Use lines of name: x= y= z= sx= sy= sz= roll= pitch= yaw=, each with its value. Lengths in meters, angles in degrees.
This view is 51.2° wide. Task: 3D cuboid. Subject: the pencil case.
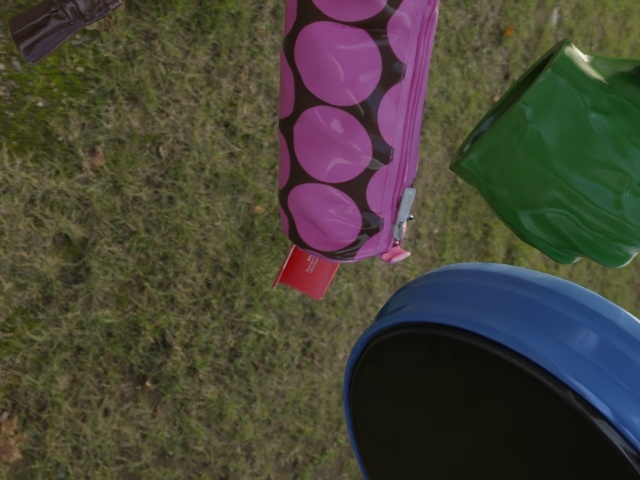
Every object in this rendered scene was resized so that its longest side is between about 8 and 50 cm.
pencil case: x=0.025 y=-0.086 z=0.413 sx=0.095 sy=0.098 sz=0.209 roll=-24 pitch=136 yaw=-27

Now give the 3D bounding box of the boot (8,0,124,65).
boot: x=-0.254 y=-0.231 z=0.630 sx=0.114 sy=0.106 sz=0.037 roll=-31 pitch=162 yaw=7

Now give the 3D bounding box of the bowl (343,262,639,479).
bowl: x=0.166 y=0.209 z=0.559 sx=0.077 sy=0.391 sz=0.391 roll=-28 pitch=122 yaw=-33

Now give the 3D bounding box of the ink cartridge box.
ink cartridge box: x=0.000 y=0.000 z=1.026 sx=0.231 sy=0.078 sz=0.134 roll=-70 pitch=-174 yaw=-72

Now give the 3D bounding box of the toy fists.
toy fists: x=0.213 y=-0.092 z=0.393 sx=0.279 sy=0.142 sz=0.096 roll=-48 pitch=-177 yaw=34
